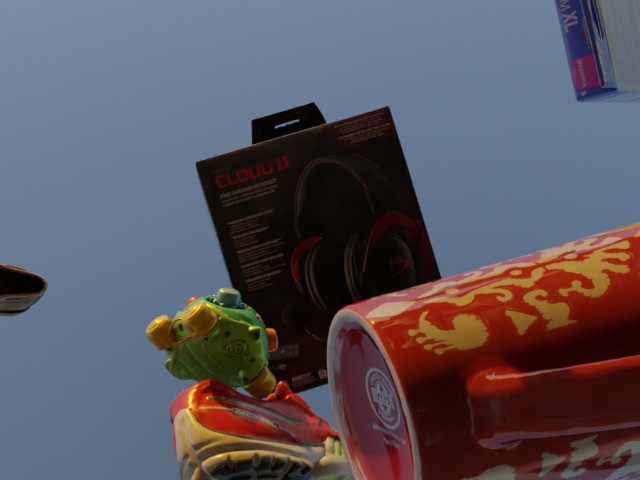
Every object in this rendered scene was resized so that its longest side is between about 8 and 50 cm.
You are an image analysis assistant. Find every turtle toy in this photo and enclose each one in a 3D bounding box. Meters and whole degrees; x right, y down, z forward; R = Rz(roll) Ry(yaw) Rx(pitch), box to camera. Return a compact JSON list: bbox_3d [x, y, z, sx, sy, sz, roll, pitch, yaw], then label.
[{"bbox_3d":[-0.088,0.081,0.759,0.095,0.130,0.066,50,-132,-21],"label":"turtle toy"}]

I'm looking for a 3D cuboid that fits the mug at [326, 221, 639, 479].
[{"bbox_3d":[0.099,0.044,0.375,0.169,0.150,0.113,-11,-120,-17],"label":"mug"}]

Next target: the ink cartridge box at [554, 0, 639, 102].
[{"bbox_3d":[0.374,-0.272,1.211,0.311,0.065,0.186,-11,-91,-55],"label":"ink cartridge box"}]

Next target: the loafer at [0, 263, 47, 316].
[{"bbox_3d":[-0.240,0.024,0.612,0.125,0.039,0.045,10,-112,-42],"label":"loafer"}]

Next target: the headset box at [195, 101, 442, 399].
[{"bbox_3d":[0.000,0.000,1.023,0.218,0.110,0.293,-16,-92,-5],"label":"headset box"}]

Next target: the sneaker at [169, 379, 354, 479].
[{"bbox_3d":[-0.005,0.170,0.760,0.107,0.279,0.118,-45,-133,16],"label":"sneaker"}]
